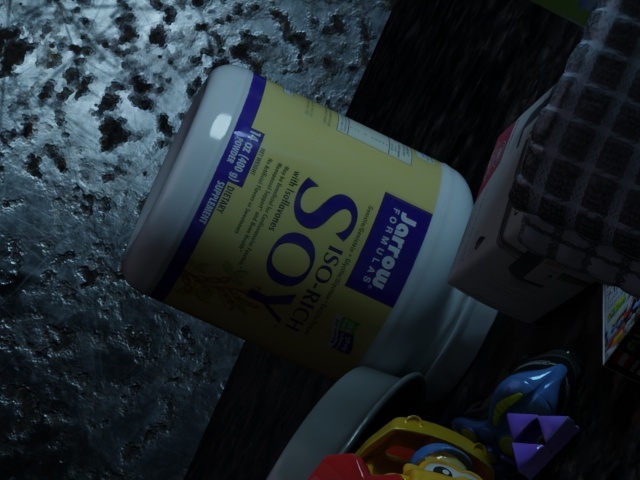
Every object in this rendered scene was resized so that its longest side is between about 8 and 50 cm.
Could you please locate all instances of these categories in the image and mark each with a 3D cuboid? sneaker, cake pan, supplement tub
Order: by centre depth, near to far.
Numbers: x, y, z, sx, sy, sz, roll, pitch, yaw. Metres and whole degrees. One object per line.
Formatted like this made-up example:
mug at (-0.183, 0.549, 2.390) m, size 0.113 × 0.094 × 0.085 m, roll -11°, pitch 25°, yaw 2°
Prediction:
sneaker at (0.156, 0.131, 1.388) m, size 0.078 × 0.067 × 0.188 m, roll -38°, pitch -10°, yaw -23°
cake pan at (0.000, 0.237, 1.647) m, size 0.293 × 0.054 × 0.293 m, roll -54°, pitch -17°, yaw -25°
supplement tub at (0.000, 0.000, 1.757) m, size 0.241 × 0.331 × 0.241 m, roll -63°, pitch 8°, yaw 17°

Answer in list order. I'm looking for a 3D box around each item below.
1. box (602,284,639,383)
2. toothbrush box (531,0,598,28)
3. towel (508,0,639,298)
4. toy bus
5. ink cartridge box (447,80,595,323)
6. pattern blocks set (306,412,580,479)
box at (0.257, -0.012, 1.224) m, size 0.207 × 0.036 × 0.114 m, roll -60°, pitch 10°, yaw 32°
toothbrush box at (0.203, -0.231, 1.339) m, size 0.206 × 0.283 × 0.122 m, roll -91°, pitch 26°, yaw -70°
towel at (0.242, -0.089, 0.821) m, size 0.284 × 0.235 × 0.121 m, roll -64°, pitch -17°, yaw -14°
toy bus at (0.068, 0.208, 1.356) m, size 0.220 × 0.149 × 0.211 m, roll -54°, pitch 15°, yaw 46°
ink cartridge box at (0.200, -0.042, 1.477) m, size 0.159 × 0.092 × 0.218 m, roll -69°, pitch 11°, yaw -23°
pattern blocks set at (0.095, 0.236, 0.991) m, size 0.285 × 0.026 × 0.325 m, roll -16°, pitch 46°, yaw 25°
